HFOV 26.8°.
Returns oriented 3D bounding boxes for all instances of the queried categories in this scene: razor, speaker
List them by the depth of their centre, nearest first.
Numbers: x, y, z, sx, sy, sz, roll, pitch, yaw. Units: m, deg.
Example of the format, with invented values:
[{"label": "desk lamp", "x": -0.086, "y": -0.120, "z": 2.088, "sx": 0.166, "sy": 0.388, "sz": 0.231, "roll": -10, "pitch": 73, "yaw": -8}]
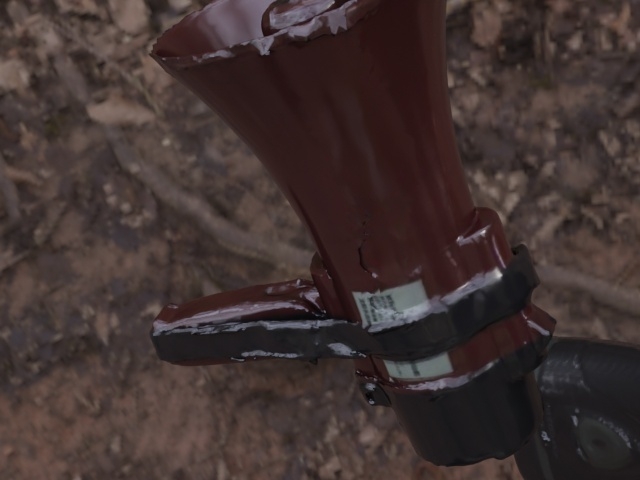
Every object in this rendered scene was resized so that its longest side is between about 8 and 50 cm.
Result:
[{"label": "speaker", "x": -0.001, "y": -0.002, "z": 0.841, "sx": 0.259, "sy": 0.329, "sz": 0.198, "roll": -16, "pitch": 20, "yaw": -2}, {"label": "razor", "x": 0.347, "y": 0.217, "z": 1.516, "sx": 0.114, "sy": 0.204, "sz": 0.349, "roll": -14, "pitch": 10, "yaw": -31}]
